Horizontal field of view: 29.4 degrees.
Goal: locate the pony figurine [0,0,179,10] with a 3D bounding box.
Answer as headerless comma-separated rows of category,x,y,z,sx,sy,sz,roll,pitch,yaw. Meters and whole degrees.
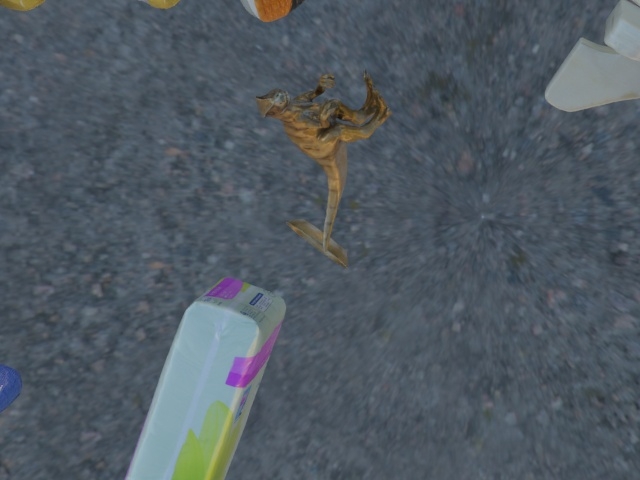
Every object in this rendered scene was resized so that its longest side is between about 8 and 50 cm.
pony figurine,-0.267,-0.129,0.461,0.363,0.303,0.351,23,50,8

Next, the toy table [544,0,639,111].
toy table,0.349,-0.198,1.165,0.161,0.274,0.252,30,109,-3

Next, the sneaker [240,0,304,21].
sneaker,-0.063,-0.308,0.986,0.121,0.099,0.262,30,138,40

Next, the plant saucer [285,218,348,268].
plant saucer,0.000,0.000,1.311,0.083,0.083,0.015,36,86,5

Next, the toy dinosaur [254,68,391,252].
toy dinosaur,0.006,-0.086,1.011,0.112,0.211,0.064,-30,56,5

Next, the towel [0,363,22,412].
towel,-0.334,0.154,0.623,0.243,0.336,0.040,1,118,21

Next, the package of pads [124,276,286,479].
package of pads,-0.140,0.199,1.438,0.101,0.229,0.296,21,97,3
